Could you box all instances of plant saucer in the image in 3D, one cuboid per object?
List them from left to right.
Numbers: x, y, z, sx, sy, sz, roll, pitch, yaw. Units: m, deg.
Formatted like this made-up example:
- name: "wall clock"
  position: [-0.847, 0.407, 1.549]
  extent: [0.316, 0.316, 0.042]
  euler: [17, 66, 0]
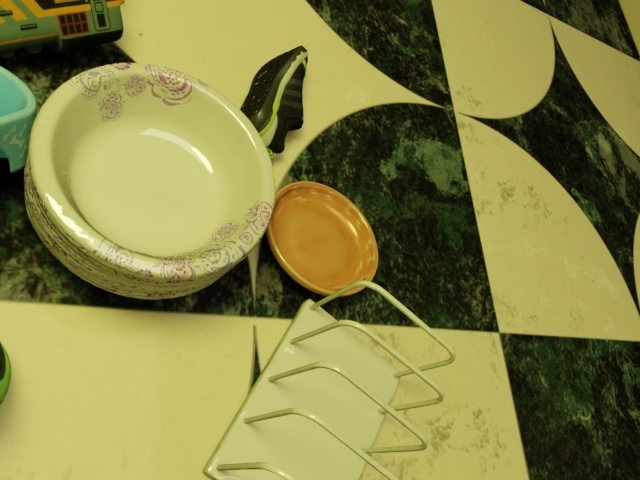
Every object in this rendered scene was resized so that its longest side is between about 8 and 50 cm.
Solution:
- name: "plant saucer"
  position: [0.000, 0.000, 0.844]
  extent: [0.200, 0.037, 0.199]
  euler: [18, 53, -26]

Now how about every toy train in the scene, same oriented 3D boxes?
- name: "toy train"
  position: [-0.400, -0.317, 0.657]
  extent: [0.334, 0.190, 0.142]
  euler: [-28, 45, -34]

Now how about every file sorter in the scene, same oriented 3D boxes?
- name: "file sorter"
  position: [0.030, 0.217, 0.691]
  extent: [0.193, 0.173, 0.277]
  euler: [41, 52, -11]

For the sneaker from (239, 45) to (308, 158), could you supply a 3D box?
- name: "sneaker"
  position: [-0.068, -0.229, 0.910]
  extent: [0.097, 0.084, 0.234]
  euler: [49, 49, -35]

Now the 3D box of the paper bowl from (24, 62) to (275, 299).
- name: "paper bowl"
  position: [-0.212, -0.065, 0.680]
  extent: [0.284, 0.148, 0.284]
  euler: [13, 63, -27]

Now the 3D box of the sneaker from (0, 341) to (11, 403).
- name: "sneaker"
  position: [-0.486, 0.017, 0.432]
  extent: [0.483, 0.202, 0.185]
  euler: [28, 56, -19]

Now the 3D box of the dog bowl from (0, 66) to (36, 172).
- name: "dog bowl"
  position: [-0.407, -0.123, 0.542]
  extent: [0.166, 0.074, 0.297]
  euler: [33, 24, -8]
